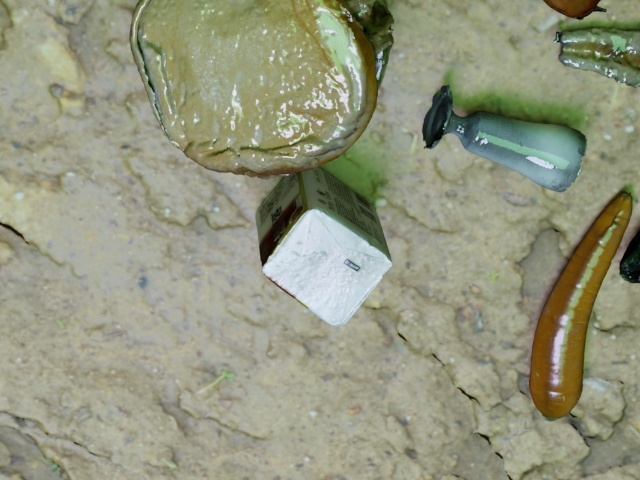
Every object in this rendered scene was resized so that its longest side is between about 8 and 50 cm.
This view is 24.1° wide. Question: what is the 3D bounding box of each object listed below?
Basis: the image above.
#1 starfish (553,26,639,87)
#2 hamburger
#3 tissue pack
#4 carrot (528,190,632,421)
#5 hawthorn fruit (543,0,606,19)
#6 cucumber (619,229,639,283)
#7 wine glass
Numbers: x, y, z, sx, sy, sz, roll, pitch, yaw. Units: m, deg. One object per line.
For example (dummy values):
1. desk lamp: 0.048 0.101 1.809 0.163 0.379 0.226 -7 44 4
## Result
1. starfish: 0.422 -0.175 1.466 0.324 0.082 0.432 -30 84 26
2. hamburger: -0.051 -0.189 1.433 0.243 0.146 0.286 30 117 -5
3. tissue pack: -0.001 0.000 1.511 0.106 0.148 0.099 35 105 -16
4. carrot: 0.272 0.073 1.612 0.066 0.062 0.271 18 109 24
5. hawthorn fruit: 0.246 -0.257 1.460 0.081 0.081 0.093 -24 99 6
6. cucumber: 0.426 -0.065 1.556 0.081 0.072 0.303 30 108 -28
7. wine glass: 0.186 -0.104 1.526 0.155 0.072 0.072 17 110 -11
